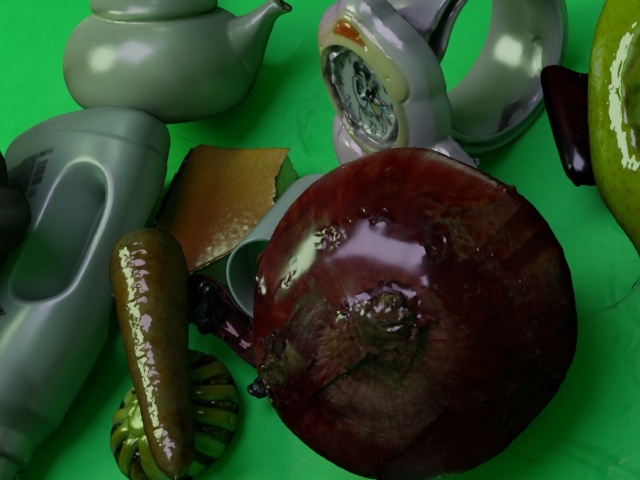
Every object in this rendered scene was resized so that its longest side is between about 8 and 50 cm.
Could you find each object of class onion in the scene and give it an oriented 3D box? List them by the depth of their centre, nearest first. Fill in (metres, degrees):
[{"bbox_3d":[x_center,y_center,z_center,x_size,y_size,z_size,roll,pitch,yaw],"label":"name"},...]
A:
[{"bbox_3d":[0.074,0.064,1.487,0.276,0.276,0.276,-20,48,24],"label":"onion"}]

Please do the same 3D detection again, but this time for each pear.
[{"bbox_3d":[0.299,-0.078,1.440,0.238,0.164,0.255,22,89,22],"label":"pear"}]

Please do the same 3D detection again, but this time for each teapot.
[{"bbox_3d":[-0.186,-0.222,1.957,0.220,0.149,0.318,-9,19,-26],"label":"teapot"}]

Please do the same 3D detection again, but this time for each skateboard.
[{"bbox_3d":[-0.067,0.078,1.714,0.151,0.080,0.067,41,122,33],"label":"skateboard"}]

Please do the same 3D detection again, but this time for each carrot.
[{"bbox_3d":[-0.147,0.114,1.649,0.078,0.078,0.298,-27,48,18],"label":"carrot"}]

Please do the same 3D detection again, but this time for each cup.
[{"bbox_3d":[0.001,0.009,1.663,0.136,0.099,0.133,-1,28,27],"label":"cup"}]

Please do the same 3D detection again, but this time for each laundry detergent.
[{"bbox_3d":[-0.280,0.070,1.820,0.264,0.125,0.397,-17,51,48],"label":"laundry detergent"}]

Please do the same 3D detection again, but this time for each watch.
[{"bbox_3d":[0.128,-0.152,1.675,0.217,0.248,0.211,-30,36,-23],"label":"watch"}]

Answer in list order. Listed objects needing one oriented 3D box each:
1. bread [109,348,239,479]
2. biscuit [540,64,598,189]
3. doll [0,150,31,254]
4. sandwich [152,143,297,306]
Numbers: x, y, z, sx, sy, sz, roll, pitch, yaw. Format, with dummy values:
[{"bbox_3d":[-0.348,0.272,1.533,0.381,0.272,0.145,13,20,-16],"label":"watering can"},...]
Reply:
[{"bbox_3d":[-0.140,0.166,1.701,0.139,0.071,0.130,-42,47,2],"label":"bread"},{"bbox_3d":[0.316,-0.122,1.582,0.235,0.063,0.151,-17,49,16],"label":"biscuit"},{"bbox_3d":[-0.440,0.012,1.816,0.382,0.252,0.378,23,109,59],"label":"doll"},{"bbox_3d":[-0.094,-0.003,1.803,0.162,0.058,0.193,4,62,38],"label":"sandwich"}]
